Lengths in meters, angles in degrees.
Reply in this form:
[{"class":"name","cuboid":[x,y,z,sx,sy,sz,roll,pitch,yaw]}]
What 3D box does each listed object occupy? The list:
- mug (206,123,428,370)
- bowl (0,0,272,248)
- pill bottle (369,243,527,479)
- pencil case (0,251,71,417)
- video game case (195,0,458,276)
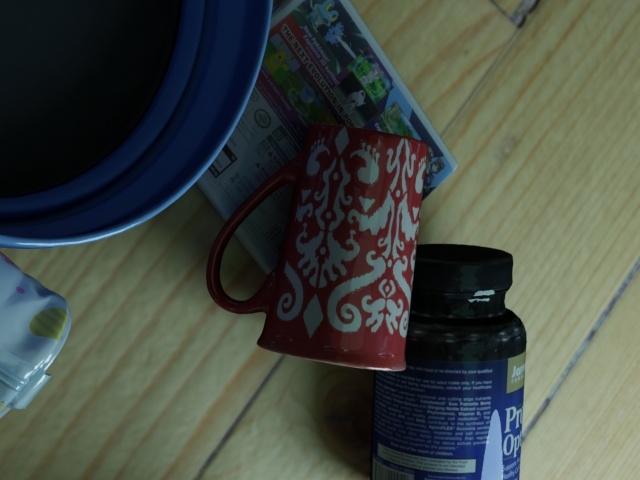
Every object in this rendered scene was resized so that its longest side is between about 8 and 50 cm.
[{"class":"mug","cuboid":[0.007,0.001,0.941,0.150,0.113,0.169,10,90,-30]},{"class":"bowl","cuboid":[-0.193,-0.191,0.781,0.391,0.077,0.391,2,88,-46]},{"class":"pill bottle","cuboid":[0.103,0.117,1.029,0.123,0.123,0.219,-3,101,-27]},{"class":"pencil case","cuboid":[-0.284,0.003,0.807,0.273,0.124,0.113,46,67,-27]},{"class":"video game case","cuboid":[-0.008,-0.076,0.995,0.183,0.023,0.201,-43,114,-15]}]
